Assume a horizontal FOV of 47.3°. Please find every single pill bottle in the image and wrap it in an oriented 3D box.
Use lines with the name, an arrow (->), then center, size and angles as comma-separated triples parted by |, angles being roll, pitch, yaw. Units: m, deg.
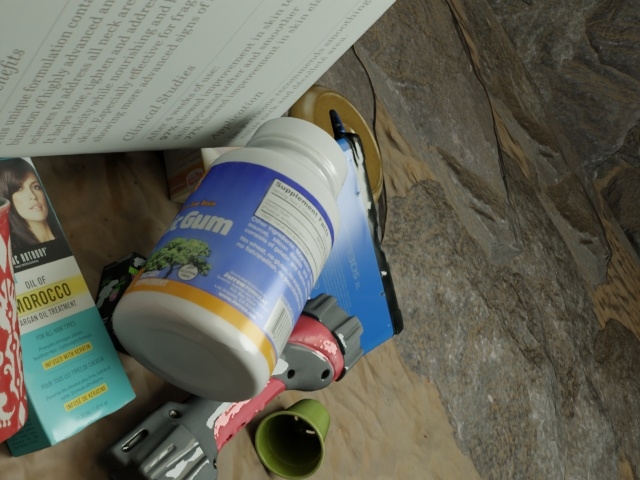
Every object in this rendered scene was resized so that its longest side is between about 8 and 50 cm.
pill bottle -> -0.071, 0.006, 0.718 | 0.152, 0.152, 0.272 | 47, 49, -27

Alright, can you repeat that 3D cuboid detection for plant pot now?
plant pot -> 0.037, -0.156, 1.212 | 0.236, 0.032, 0.236 | 31, 47, -42
plant pot -> -0.023, 0.224, 0.860 | 0.083, 0.083, 0.079 | 64, 21, -3

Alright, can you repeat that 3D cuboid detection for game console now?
game console -> 0.000, 0.000, 0.997 | 0.250, 0.173, 0.293 | -27, 115, -28

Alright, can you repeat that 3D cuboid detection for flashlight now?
flashlight -> -0.072, 0.170, 0.762 | 0.304, 0.103, 0.103 | -40, 140, -44

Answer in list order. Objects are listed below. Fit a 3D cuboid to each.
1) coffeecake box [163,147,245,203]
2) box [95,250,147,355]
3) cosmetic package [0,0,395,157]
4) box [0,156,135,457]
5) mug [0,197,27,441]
coffeecake box -> -0.130, -0.135, 0.930 | 0.142, 0.068, 0.185 | 10, 63, -53
box -> -0.188, 0.066, 0.739 | 0.062, 0.052, 0.083 | 35, 45, -38
cosmetic package -> -0.177, -0.296, 0.652 | 0.394, 0.329, 0.327 | -11, 70, -50
box -> -0.260, 0.052, 0.638 | 0.100, 0.060, 0.244 | -25, 91, -57
mug -> -0.288, 0.059, 0.538 | 0.113, 0.150, 0.169 | -28, 118, -59
